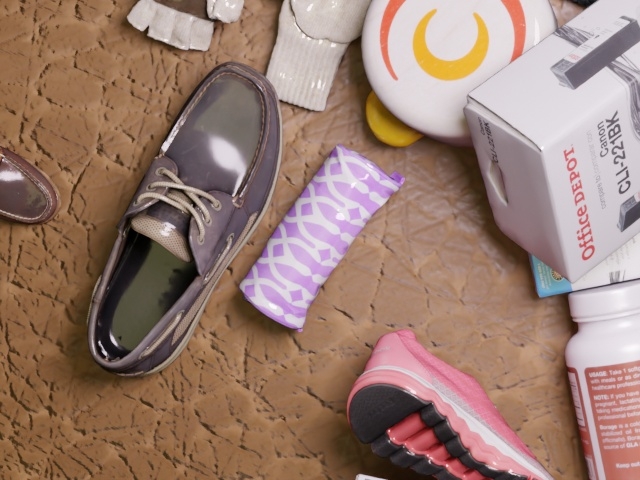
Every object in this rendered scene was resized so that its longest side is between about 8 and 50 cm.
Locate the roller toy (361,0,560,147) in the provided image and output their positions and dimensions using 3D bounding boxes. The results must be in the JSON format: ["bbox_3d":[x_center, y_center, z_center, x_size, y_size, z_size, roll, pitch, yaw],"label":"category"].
[{"bbox_3d":[0.146,-0.190,1.458,0.191,0.146,0.209,11,90,15],"label":"roller toy"}]

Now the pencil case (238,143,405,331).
[{"bbox_3d":[0.000,0.000,1.511,0.088,0.086,0.206,31,98,-31],"label":"pencil case"}]

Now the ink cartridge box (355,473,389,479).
[{"bbox_3d":[0.123,0.344,1.484,0.208,0.045,0.206,10,124,4],"label":"ink cartridge box"}]

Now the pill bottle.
[{"bbox_3d":[0.317,0.152,1.469,0.121,0.121,0.216,-11,92,5],"label":"pill bottle"}]

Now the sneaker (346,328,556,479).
[{"bbox_3d":[0.164,0.204,1.490,0.116,0.136,0.314,-34,113,31],"label":"sneaker"}]

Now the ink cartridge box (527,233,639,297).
[{"bbox_3d":[0.302,-0.010,1.494,0.180,0.060,0.104,-11,90,5],"label":"ink cartridge box"}]

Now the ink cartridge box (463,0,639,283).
[{"bbox_3d":[0.289,-0.120,1.379,0.273,0.197,0.114,-35,47,-12],"label":"ink cartridge box"}]

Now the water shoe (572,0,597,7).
[{"bbox_3d":[0.245,-0.303,1.494,0.203,0.073,0.080,24,73,-1],"label":"water shoe"}]

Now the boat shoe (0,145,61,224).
[{"bbox_3d":[-0.376,-0.079,1.544,0.207,0.073,0.073,29,93,2],"label":"boat shoe"}]

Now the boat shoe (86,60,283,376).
[{"bbox_3d":[-0.138,-0.013,1.491,0.132,0.130,0.355,22,97,3],"label":"boat shoe"}]

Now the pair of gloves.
[{"bbox_3d":[-0.062,-0.265,1.503,0.240,0.042,0.204,26,105,-1],"label":"pair of gloves"}]
